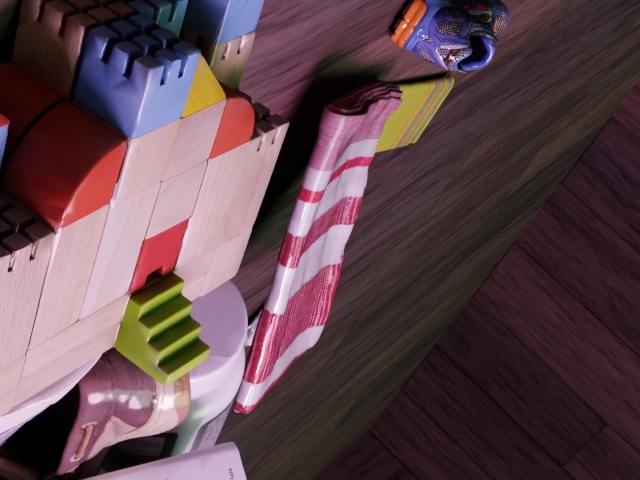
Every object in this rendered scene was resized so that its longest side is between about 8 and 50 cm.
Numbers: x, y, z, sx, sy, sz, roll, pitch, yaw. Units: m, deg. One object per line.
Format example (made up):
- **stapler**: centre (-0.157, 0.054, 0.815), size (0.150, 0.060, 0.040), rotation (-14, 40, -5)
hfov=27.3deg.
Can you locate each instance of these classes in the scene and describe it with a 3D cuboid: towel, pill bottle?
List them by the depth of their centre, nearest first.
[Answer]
- **pill bottle**: centre (-0.164, 0.137, 1.318), size (0.161, 0.161, 0.283), rotation (-38, 165, -31)
- **towel**: centre (0.000, 0.000, 1.376), size (0.237, 0.037, 0.329), rotation (-41, 150, -69)
- **towel**: centre (0.088, -0.150, 1.573), size (0.102, 0.021, 0.237), rotation (-58, 163, 23)

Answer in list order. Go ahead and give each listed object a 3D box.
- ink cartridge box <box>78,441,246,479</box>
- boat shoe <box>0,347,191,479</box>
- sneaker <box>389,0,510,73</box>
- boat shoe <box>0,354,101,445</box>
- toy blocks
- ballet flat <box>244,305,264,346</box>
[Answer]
- **ink cartridge box**: centre (-0.225, 0.290, 1.190), size (0.289, 0.122, 0.211), rotation (-10, 164, -29)
- **boat shoe**: centre (-0.247, 0.162, 1.158), size (0.123, 0.123, 0.342), rotation (-10, 168, -40)
- **sneaker**: centre (0.152, -0.217, 1.408), size (0.083, 0.087, 0.221), rotation (-53, 166, 31)
- **boat shoe**: centre (-0.306, 0.131, 0.987), size (0.340, 0.127, 0.158), rotation (-35, 177, -32)
- **toy blocks**: centre (-0.141, -0.052, 0.846), size (0.381, 0.190, 0.261), rotation (-32, 150, -50)
- **ballet flat**: centre (-0.079, 0.117, 1.814), size (0.114, 0.041, 0.041), rotation (-47, 168, 7)
